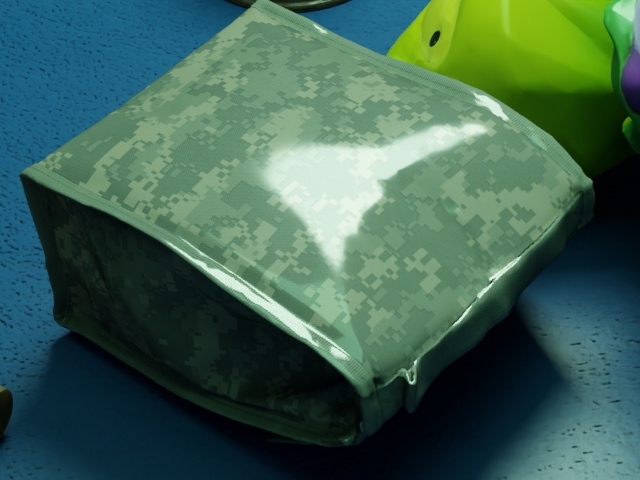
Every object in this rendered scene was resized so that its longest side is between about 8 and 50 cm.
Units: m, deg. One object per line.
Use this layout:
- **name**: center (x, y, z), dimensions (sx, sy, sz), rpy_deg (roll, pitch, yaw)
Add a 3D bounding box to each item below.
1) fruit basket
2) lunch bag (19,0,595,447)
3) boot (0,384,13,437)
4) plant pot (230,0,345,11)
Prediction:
- **fruit basket**: center (0.205, -0.159, 1.305), dimensions (0.392, 0.283, 0.392), rpy_deg (-2, 43, 2)
- **lunch bag**: center (0.000, 0.000, 1.242), dimensions (0.287, 0.169, 0.235), rpy_deg (26, 51, 32)
- **boot**: center (-0.300, 0.132, 1.196), dimensions (0.152, 0.073, 0.197), rpy_deg (17, 36, 18)
- **plant pot**: center (-0.024, -0.295, 1.544), dimensions (0.167, 0.165, 0.167), rpy_deg (-1, 45, 1)
